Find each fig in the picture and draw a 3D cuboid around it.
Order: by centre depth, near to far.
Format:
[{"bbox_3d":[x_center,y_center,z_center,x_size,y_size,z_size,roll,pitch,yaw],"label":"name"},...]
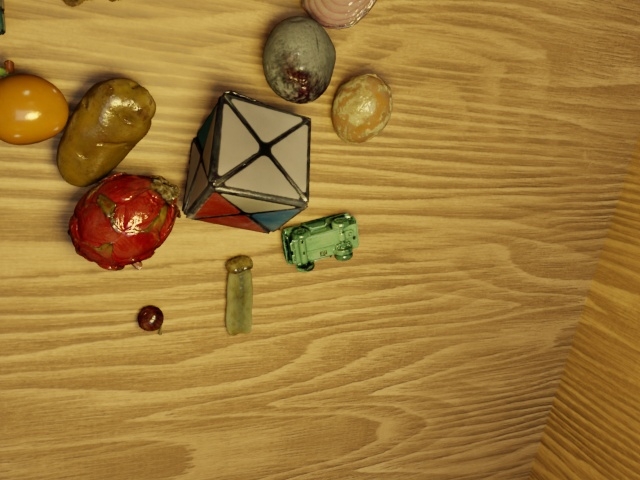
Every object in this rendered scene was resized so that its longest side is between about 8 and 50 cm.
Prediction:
[{"bbox_3d":[-0.575,0.281,1.853,0.089,0.089,0.125,-32,144,-7],"label":"fig"}]

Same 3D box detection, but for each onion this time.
[{"bbox_3d":[0.052,-0.795,1.657,0.250,0.111,0.247,14,128,-36],"label":"onion"}]

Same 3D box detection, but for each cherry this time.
[{"bbox_3d":[-0.065,-0.545,1.628,0.218,0.296,0.255,7,115,6],"label":"cherry"}]

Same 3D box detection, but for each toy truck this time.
[{"bbox_3d":[0.000,0.000,1.916,0.279,0.156,0.155,-15,115,-15],"label":"toy truck"}]

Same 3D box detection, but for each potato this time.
[{"bbox_3d":[-0.628,-0.307,1.543,0.176,0.195,0.369,40,102,-6],"label":"potato"}]

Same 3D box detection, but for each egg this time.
[{"bbox_3d":[0.132,-0.432,1.771,0.203,0.203,0.245,10,130,-25],"label":"egg"}]

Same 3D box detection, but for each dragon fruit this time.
[{"bbox_3d":[-0.581,-0.058,1.588,0.342,0.277,0.277,-34,121,19],"label":"dragon fruit"}]

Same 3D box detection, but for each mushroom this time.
[{"bbox_3d":[-0.293,0.199,1.926,0.100,0.081,0.312,-3,116,-17],"label":"mushroom"}]

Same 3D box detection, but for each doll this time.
[{"bbox_3d":[-0.800,-0.377,1.431,0.213,0.213,0.236,-21,106,-13],"label":"doll"}]

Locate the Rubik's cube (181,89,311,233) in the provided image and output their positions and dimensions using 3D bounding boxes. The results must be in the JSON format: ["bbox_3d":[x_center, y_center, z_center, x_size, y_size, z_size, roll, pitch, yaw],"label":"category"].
[{"bbox_3d":[-0.221,-0.220,1.610,0.307,0.305,0.310,11,70,-24],"label":"Rubik's cube"}]

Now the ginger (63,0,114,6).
[{"bbox_3d":[-0.667,-0.698,1.380,0.148,0.081,0.334,-28,155,25],"label":"ginger"}]

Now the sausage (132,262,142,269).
[{"bbox_3d":[-0.639,0.041,1.749,0.035,0.030,0.147,-41,119,-3],"label":"sausage"}]

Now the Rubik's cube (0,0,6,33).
[{"bbox_3d":[-0.911,-0.635,1.224,0.287,0.292,0.293,-2,113,-22],"label":"Rubik's cube"}]
